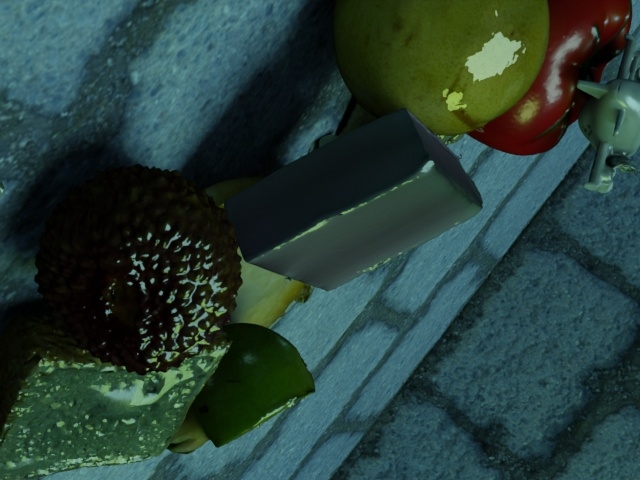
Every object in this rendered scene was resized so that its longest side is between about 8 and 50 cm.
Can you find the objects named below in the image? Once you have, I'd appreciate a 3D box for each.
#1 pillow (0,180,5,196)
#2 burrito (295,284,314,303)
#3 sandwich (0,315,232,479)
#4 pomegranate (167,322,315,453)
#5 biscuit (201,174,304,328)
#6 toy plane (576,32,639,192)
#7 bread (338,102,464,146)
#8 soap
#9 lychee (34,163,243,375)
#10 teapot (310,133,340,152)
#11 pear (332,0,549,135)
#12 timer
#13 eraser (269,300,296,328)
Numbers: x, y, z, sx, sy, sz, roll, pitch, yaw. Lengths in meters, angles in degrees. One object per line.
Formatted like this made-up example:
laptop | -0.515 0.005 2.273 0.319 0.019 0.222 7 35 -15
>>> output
pillow | -0.374 -0.065 0.971 0.128 0.051 0.229 -46 158 -22
burrito | 0.000 0.000 1.864 0.226 0.060 0.087 -63 168 -13
sandwich | -0.305 0.208 1.396 0.301 0.099 0.271 -1 130 -39
pomegranate | -0.136 0.219 1.575 0.241 0.159 0.190 -39 169 35
biscuit | -0.151 0.056 1.609 0.446 0.104 0.429 -22 146 -50
toy plane | 0.481 -0.205 1.692 0.267 0.123 0.266 16 90 -73
bread | 0.138 -0.192 1.687 0.102 0.183 0.337 -21 147 -45
soap | 0.058 -0.044 1.433 0.285 0.107 0.296 -26 162 14
lychee | -0.207 0.023 1.249 0.271 0.271 0.271 -44 159 -21
teapot | 0.009 -0.130 1.718 0.067 0.057 0.083 3 138 -20
pear | 0.163 -0.292 1.424 0.314 0.314 0.314 -44 159 -21
timer | 0.353 -0.340 1.771 0.378 0.279 0.378 -45 158 -24
eraser | -0.124 0.143 1.896 0.225 0.052 0.095 -44 159 -21
